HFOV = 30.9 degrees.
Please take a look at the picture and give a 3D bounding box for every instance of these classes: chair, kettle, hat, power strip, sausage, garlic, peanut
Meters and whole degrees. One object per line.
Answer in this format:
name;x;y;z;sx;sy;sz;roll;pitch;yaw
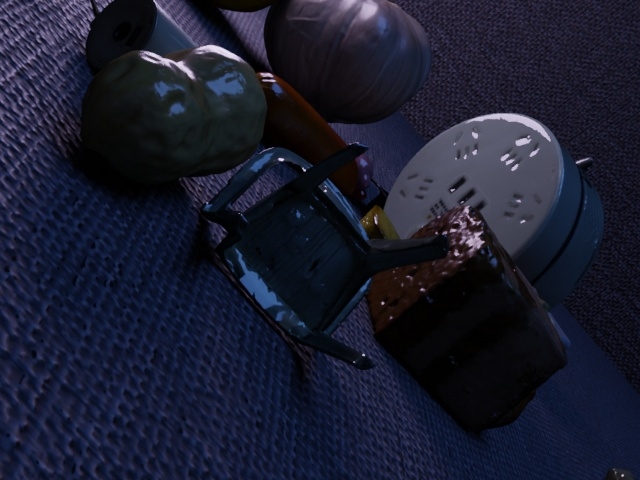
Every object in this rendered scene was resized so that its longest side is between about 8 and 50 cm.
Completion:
chair;0.000;0.000;1.201;0.203;0.190;0.274;49;-16;-13
kettle;-0.192;-0.197;1.313;0.148;0.126;0.098;39;49;-52
hat;0.109;-0.054;2.020;0.121;0.050;0.121;55;11;-16
power strip;0.281;-0.039;1.875;0.161;0.357;0.357;42;15;-40
sausage;-0.024;-0.160;1.778;0.089;0.083;0.300;46;5;41
garlic;0.045;-0.334;2.110;0.317;0.259;0.317;33;6;-4
peanut;-0.136;-0.129;1.147;0.147;0.147;0.319;53;13;6

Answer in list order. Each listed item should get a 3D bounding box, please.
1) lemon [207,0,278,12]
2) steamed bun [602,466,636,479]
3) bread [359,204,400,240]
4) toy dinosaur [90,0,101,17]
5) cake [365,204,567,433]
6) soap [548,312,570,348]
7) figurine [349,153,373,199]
lemon;-0.140;-0.527;2.044;0.267;0.267;0.267;48;13;-15
steamed bun;0.430;0.434;1.661;0.192;0.106;0.178;55;18;-56
bread;0.097;0.025;1.753;0.149;0.065;0.188;61;8;-7
toy dinosaur;-0.298;-0.332;1.304;0.180;0.037;0.058;49;7;-24
cake;0.220;0.124;1.592;0.293;0.198;0.196;48;10;-19
soap;0.405;0.162;2.351;0.173;0.095;0.289;56;13;19
figurine;0.058;-0.117;1.981;0.067;0.071;0.083;-7;36;-25
